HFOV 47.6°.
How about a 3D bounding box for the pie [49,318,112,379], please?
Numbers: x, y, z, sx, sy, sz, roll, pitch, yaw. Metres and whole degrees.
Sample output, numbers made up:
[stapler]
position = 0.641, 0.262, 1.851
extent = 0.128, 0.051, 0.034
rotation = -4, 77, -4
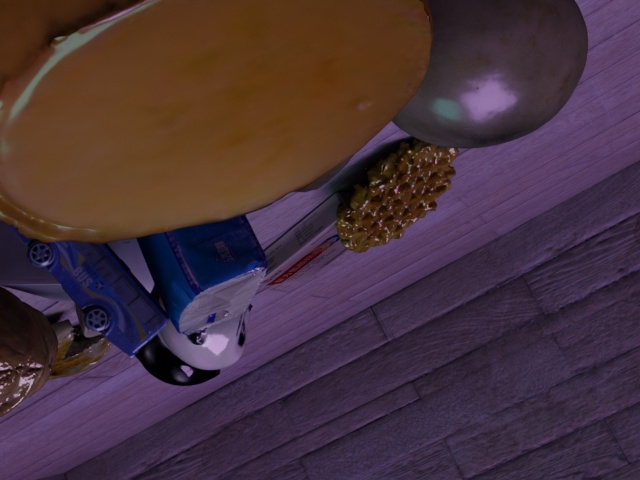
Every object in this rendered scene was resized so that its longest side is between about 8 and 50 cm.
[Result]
[pie]
position = -0.618, 0.261, 1.613
extent = 0.337, 0.075, 0.337
rotation = -23, 164, -7

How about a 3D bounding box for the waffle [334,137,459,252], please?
[waffle]
position = 0.167, -0.099, 1.570
extent = 0.325, 0.068, 0.302
rotation = -46, 152, 3

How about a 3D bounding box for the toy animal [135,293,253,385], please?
[toy animal]
position = -0.277, 0.184, 1.598
extent = 0.251, 0.251, 0.310
rotation = -15, 156, -31

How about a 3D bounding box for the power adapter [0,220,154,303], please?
[power adapter]
position = -0.364, 0.029, 1.124
extent = 0.187, 0.124, 0.255
rotation = 0, 168, 12

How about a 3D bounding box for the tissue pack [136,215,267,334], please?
[tissue pack]
position = -0.196, -0.019, 1.033
extent = 0.137, 0.270, 0.209
rotation = -22, 165, -22

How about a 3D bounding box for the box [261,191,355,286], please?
[box]
position = 0.000, 0.000, 1.747
extent = 0.214, 0.069, 0.353
rotation = -5, 152, -50

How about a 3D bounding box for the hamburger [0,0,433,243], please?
[hamburger]
position = -0.114, -0.203, 0.579
extent = 0.395, 0.277, 0.396
rotation = -21, 164, -6

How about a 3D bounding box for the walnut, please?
[walnut]
position = -0.492, 0.159, 1.029
extent = 0.245, 0.198, 0.198
rotation = 4, 172, 19

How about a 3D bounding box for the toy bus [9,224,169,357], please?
[toy bus]
position = -0.299, 0.043, 0.945
extent = 0.094, 0.236, 0.079
rotation = -40, -172, -15

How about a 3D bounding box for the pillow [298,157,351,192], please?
[pillow]
position = -0.071, -0.128, 1.229
extent = 0.302, 0.075, 0.185
rotation = -7, 157, -45

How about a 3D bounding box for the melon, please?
[melon]
position = 0.205, -0.247, 0.961
extent = 0.308, 0.272, 0.272
rotation = -16, 162, -6

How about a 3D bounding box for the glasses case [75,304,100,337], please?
[glasses case]
position = -0.408, 0.098, 1.429
extent = 0.131, 0.070, 0.313
rotation = -17, 161, -26
